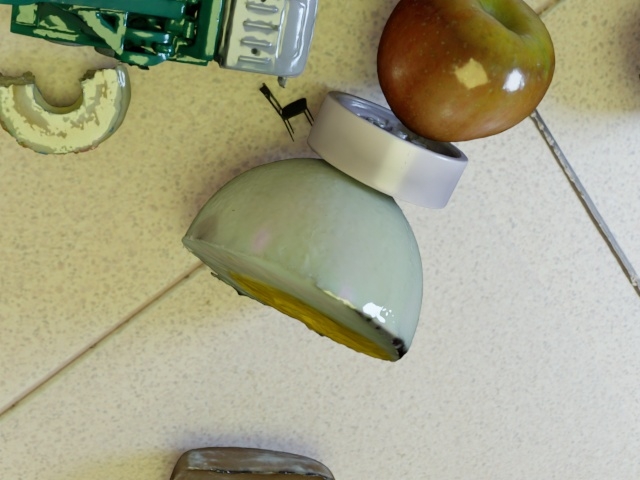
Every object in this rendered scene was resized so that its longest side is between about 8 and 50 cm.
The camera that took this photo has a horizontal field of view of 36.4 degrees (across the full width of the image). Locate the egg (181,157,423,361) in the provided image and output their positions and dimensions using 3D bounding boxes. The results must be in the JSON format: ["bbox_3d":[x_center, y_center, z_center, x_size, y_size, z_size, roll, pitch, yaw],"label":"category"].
[{"bbox_3d":[0.000,0.000,1.218,0.337,0.337,0.201,32,75,-25],"label":"egg"}]

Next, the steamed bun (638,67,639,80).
[{"bbox_3d":[0.549,-0.253,1.293,0.273,0.166,0.232,-37,105,-2],"label":"steamed bun"}]

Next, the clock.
[{"bbox_3d":[0.084,-0.115,1.217,0.197,0.197,0.068,20,107,-22],"label":"clock"}]

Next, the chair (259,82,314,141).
[{"bbox_3d":[-0.038,-0.171,1.250,0.042,0.037,0.086,-28,123,13],"label":"chair"}]

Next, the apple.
[{"bbox_3d":[0.174,-0.216,1.189,0.235,0.210,0.173,-1,140,-39],"label":"apple"}]

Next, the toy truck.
[{"bbox_3d":[-0.180,-0.270,1.094,0.363,0.178,0.176,5,113,-19],"label":"toy truck"}]

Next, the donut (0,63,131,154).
[{"bbox_3d":[-0.310,-0.159,1.172,0.166,0.065,0.108,-8,116,-11],"label":"donut"}]

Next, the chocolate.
[{"bbox_3d":[-0.107,0.362,1.458,0.261,0.083,0.161,10,129,-18],"label":"chocolate"}]
